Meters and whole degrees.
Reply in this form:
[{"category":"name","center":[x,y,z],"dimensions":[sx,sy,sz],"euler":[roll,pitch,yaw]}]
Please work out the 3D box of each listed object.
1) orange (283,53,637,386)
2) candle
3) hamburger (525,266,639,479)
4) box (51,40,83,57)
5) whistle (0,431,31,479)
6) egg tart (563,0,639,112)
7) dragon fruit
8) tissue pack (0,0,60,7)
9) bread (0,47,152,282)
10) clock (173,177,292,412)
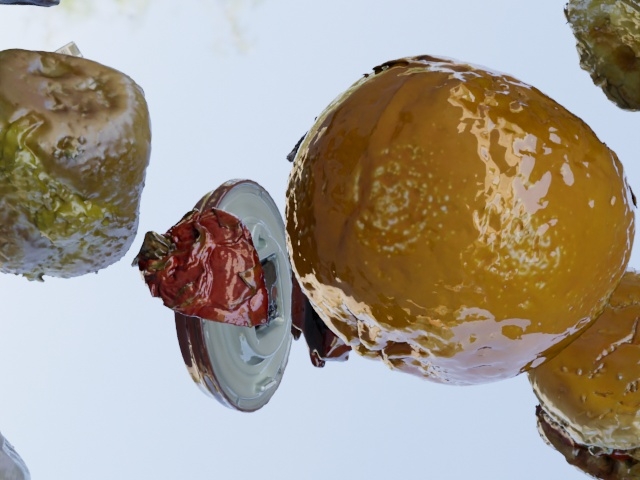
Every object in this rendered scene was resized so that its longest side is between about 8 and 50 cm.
[{"category":"orange","center":[0.125,-0.012,1.854],"dimensions":[0.293,0.341,0.340],"euler":[-62,-162,-10]},{"category":"candle","center":[0.000,0.000,2.265],"dimensions":[0.084,0.059,0.301],"euler":[-4,-99,27]},{"category":"hamburger","center":[0.341,0.150,2.062],"dimensions":[0.244,0.244,0.163],"euler":[-102,-179,-53]},{"category":"box","center":[-0.376,-0.175,2.269],"dimensions":[0.198,0.029,0.109],"euler":[-31,-174,-11]},{"category":"whistle","center":[-0.309,0.165,1.380],"dimensions":[0.348,0.189,0.189],"euler":[-154,-99,-78]},{"category":"egg tart","center":[0.351,-0.215,2.032],"dimensions":[0.090,0.212,0.212],"euler":[-46,-168,-19]},{"category":"dragon fruit","center":[-0.119,0.016,1.862],"dimensions":[0.162,0.106,0.083],"euler":[53,-43,46]},{"category":"tissue pack","center":[-0.361,-0.393,1.744],"dimensions":[0.122,0.259,0.361],"euler":[-145,-125,-70]},{"category":"bread","center":[-0.278,-0.057,1.982],"dimensions":[0.246,0.196,0.176],"euler":[103,-10,-48]},{"category":"clock","center":[-0.100,0.074,2.600],"dimensions":[0.080,0.318,0.318],"euler":[0,-112,23]}]
